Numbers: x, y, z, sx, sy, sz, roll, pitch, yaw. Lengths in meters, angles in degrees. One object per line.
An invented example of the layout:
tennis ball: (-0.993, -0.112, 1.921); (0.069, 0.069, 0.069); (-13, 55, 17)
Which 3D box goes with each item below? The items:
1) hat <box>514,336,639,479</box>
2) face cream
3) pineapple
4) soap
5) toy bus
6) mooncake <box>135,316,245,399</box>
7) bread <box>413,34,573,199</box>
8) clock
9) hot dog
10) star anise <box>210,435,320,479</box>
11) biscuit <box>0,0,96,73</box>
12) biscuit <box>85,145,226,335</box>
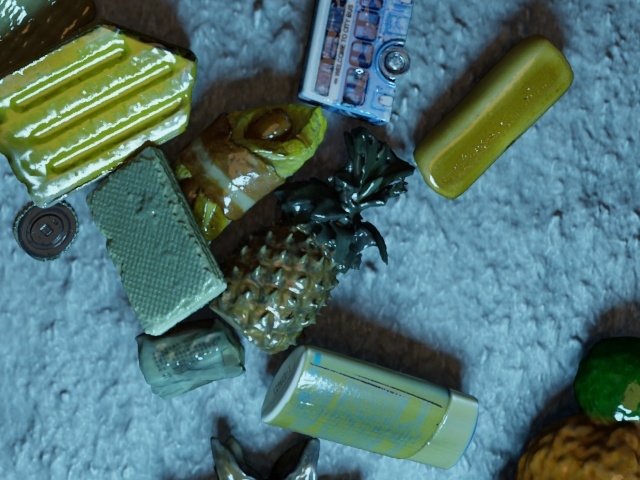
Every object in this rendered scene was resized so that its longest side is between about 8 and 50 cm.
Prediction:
hat: (0.345, 0.326, 1.039); (0.285, 0.285, 0.401); (1, 79, -7)
face cream: (0.077, 0.223, 1.037); (0.285, 0.067, 0.139); (20, 124, -19)
pineapple: (0.000, 0.000, 1.006); (0.170, 0.141, 0.310); (40, 84, 0)
soap: (-0.268, -0.170, 0.960); (0.257, 0.080, 0.160); (-29, 117, -3)
toy bus: (0.059, -0.300, 0.985); (0.130, 0.106, 0.297); (11, 94, -6)
mooncake: (-0.162, 0.142, 1.007); (0.125, 0.130, 0.073); (-16, 66, -3)
bread: (0.218, -0.161, 1.034); (0.239, 0.074, 0.092); (-44, 116, 2)
clock: (-0.350, -0.014, 1.019); (0.083, 0.010, 0.074); (-43, 100, 0)
hot dog: (-0.111, -0.094, 0.980); (0.261, 0.093, 0.123); (-41, 59, 3)
star anise: (-0.072, 0.407, 1.057); (0.315, 0.108, 0.316); (0, 90, -9)
biscuit: (-0.407, -0.241, 0.940); (0.254, 0.029, 0.172); (-47, 132, 0)
biscuit: (-0.199, 0.000, 0.948); (0.121, 0.040, 0.199); (-34, 73, 17)
